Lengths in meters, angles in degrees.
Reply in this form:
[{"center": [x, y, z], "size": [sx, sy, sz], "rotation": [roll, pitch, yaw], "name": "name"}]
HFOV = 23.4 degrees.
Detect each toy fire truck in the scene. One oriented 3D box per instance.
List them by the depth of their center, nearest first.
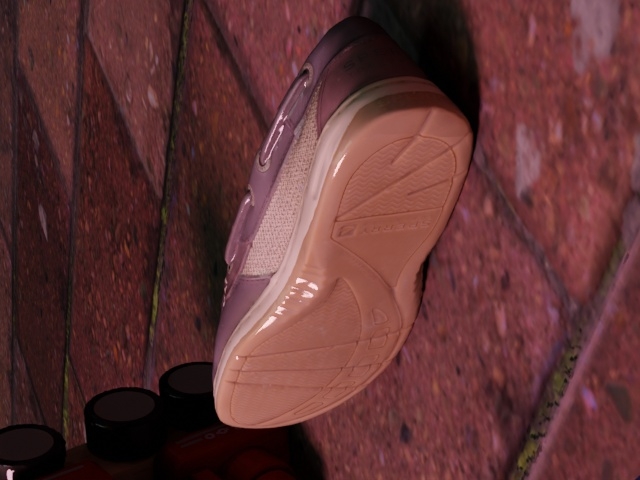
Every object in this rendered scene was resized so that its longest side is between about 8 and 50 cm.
[{"center": [-0.083, 0.216, 1.021], "size": [0.246, 0.217, 0.158], "rotation": [26, 125, 47], "name": "toy fire truck"}]

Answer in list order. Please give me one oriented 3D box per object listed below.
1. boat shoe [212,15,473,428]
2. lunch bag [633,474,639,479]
[{"center": [0.000, 0.000, 0.837], "size": [0.285, 0.103, 0.092], "rotation": [111, 148, -48], "name": "boat shoe"}, {"center": [0.139, 0.160, 0.556], "size": [0.129, 0.096, 0.151], "rotation": [22, 91, 66], "name": "lunch bag"}]
